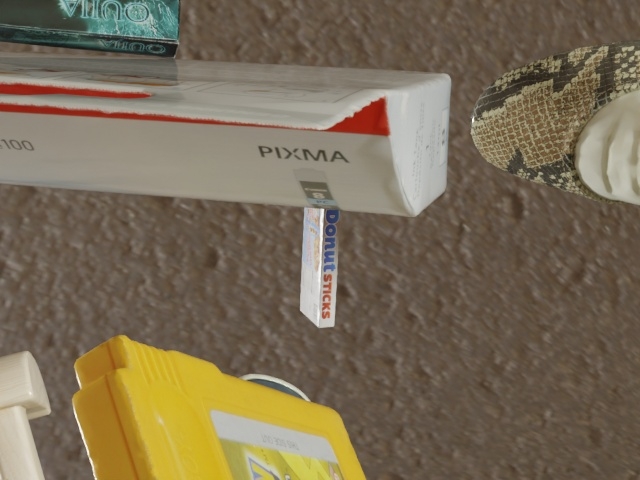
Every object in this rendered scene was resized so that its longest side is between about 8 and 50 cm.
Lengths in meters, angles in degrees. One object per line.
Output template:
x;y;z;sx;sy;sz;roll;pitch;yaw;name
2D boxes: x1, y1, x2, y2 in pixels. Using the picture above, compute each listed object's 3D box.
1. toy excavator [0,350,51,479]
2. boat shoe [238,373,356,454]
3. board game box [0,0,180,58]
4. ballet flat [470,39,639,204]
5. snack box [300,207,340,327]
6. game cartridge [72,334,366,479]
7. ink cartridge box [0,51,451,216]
-0.276;0.395;1.482;0.222;0.445;0.433;-14;53;-7;toy excavator
-0.035;0.282;1.879;0.095;0.254;0.079;-34;31;11;boat shoe
-0.187;-0.190;0.904;0.186;0.026;0.126;4;71;-14;board game box
0.393;-0.100;1.276;0.483;0.164;0.182;-2;33;-6;ballet flat
0.000;0.000;1.459;0.064;0.022;0.178;-141;52;-66;snack box
-0.021;0.215;0.861;0.052;0.323;0.285;-29;66;13;game cartridge
-0.102;-0.054;0.757;0.308;0.385;0.091;5;101;12;ink cartridge box
